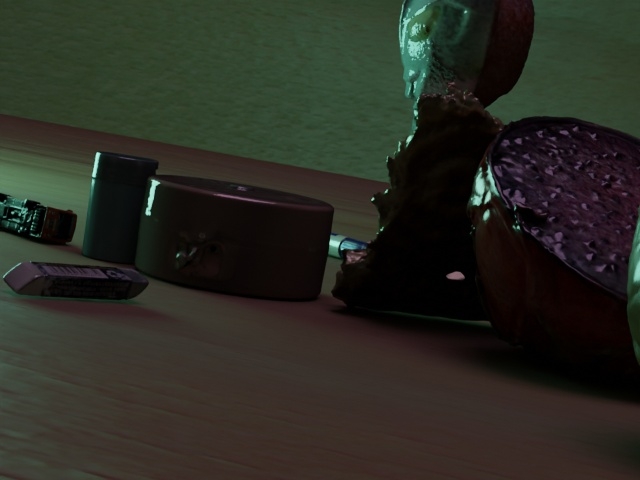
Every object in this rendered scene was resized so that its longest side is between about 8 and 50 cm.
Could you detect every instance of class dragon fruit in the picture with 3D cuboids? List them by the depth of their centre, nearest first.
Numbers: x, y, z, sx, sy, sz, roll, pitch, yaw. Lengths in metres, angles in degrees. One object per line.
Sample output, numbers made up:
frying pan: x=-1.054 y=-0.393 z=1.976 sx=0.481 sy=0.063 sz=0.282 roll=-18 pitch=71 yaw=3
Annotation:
dragon fruit: x=0.187 y=0.034 z=1.198 sx=0.224 sy=0.148 sz=0.218 roll=17 pitch=34 yaw=-13

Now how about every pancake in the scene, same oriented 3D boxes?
pancake: x=0.126 y=-0.029 z=1.298 sx=0.266 sy=0.244 sz=0.057 roll=-18 pitch=39 yaw=-2

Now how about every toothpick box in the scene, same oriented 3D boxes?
toothpick box: x=-0.161 y=-0.027 z=1.400 sx=0.052 sy=0.083 sz=0.052 roll=10 pitch=5 yaw=-1

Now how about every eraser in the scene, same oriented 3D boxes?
eraser: x=-0.160 y=0.028 z=1.151 sx=0.099 sy=0.019 sz=0.027 roll=5 pitch=20 yaw=-40

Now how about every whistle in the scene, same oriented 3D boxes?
whistle: x=0.132 y=-0.140 z=1.716 sx=0.134 sy=0.346 sz=0.142 roll=6 pitch=7 yaw=-35

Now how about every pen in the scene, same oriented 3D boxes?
pen: x=0.000 y=0.000 z=1.741 sx=0.025 sy=0.025 sz=0.204 roll=5 pitch=7 yaw=-42

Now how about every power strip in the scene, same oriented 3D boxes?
power strip: x=-0.068 y=-0.005 z=1.362 sx=0.154 sy=0.078 sz=0.154 roll=10 pitch=5 yaw=-1

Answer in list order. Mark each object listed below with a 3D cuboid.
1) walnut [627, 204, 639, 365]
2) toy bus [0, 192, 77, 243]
walnut: x=0.273 y=0.029 z=0.900 sx=0.228 sy=0.228 sz=0.228 roll=9 pitch=5 yaw=-1
toy bus: x=-0.247 y=-0.020 z=1.478 sx=0.043 sy=0.031 sz=0.110 roll=14 pitch=0 yaw=-40
